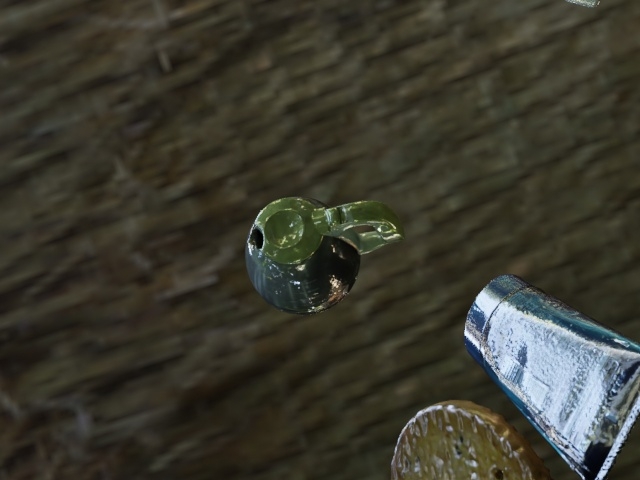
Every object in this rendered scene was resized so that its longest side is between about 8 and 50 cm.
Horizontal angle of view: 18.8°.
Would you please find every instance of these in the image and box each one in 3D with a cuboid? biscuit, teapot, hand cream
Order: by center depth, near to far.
[{"bbox_3d":[0.126,0.216,1.538,0.027,0.188,0.188,-19,-89,-38],"label":"biscuit"},{"bbox_3d":[-0.006,-0.005,1.551,0.092,0.124,0.091,48,174,21],"label":"teapot"},{"bbox_3d":[0.199,0.107,1.637,0.061,0.120,0.270,25,-173,-23],"label":"hand cream"}]

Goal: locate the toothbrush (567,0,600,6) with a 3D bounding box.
[{"bbox_3d":[0.109,-0.204,1.445,0.022,0.204,0.017,-65,-10,-77],"label":"toothbrush"}]
